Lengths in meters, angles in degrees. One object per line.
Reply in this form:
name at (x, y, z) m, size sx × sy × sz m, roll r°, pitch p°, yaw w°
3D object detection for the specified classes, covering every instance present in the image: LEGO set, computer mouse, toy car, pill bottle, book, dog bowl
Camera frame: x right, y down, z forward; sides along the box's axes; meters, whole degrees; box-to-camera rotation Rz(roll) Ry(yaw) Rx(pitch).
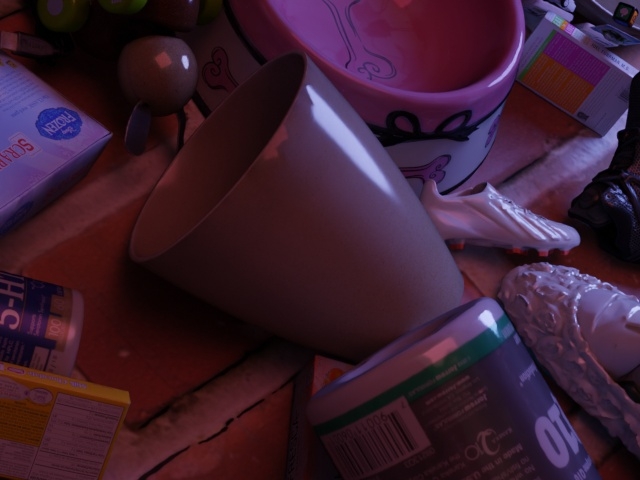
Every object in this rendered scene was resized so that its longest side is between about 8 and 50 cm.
LEGO set at (0.292, -0.286, 2.048) m, size 0.182 × 0.244 × 0.060 m, roll 25°, pitch 91°, yaw -9°
computer mouse at (-0.362, -0.256, 1.754) m, size 0.262 × 0.060 × 0.184 m, roll 21°, pitch 36°, yaw -51°
toy car at (-0.182, -0.175, 1.784) m, size 0.155 × 0.149 × 0.188 m, roll -3°, pitch 82°, yaw -58°
pill bottle at (0.158, 0.251, 1.569) m, size 0.204 × 0.204 × 0.361 m, roll -31°, pitch 90°, yaw -39°
book at (0.303, -0.197, 2.066) m, size 0.144 × 0.096 × 0.035 m, roll 35°, pitch 47°, yaw -1°
dog bowl at (0.046, -0.244, 1.936) m, size 0.408 × 0.150 × 0.408 m, roll 13°, pitch 53°, yaw -18°
pill bottle at (-0.313, 0.076, 1.552) m, size 0.187 × 0.112 × 0.112 m, roll 15°, pitch 52°, yaw -17°

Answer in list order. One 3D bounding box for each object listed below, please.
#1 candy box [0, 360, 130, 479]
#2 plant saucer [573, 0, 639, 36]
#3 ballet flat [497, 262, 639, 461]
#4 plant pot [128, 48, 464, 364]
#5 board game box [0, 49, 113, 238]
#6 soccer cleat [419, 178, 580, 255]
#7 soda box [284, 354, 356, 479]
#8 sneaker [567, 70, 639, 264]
candy box at (-0.279, 0.155, 1.520) m, size 0.206 × 0.105 × 0.027 m, roll 16°, pitch 25°, yaw -17°
plant saucer at (0.347, -0.362, 2.207) m, size 0.278 × 0.041 × 0.278 m, roll 25°, pitch 42°, yaw -25°
ballet flat at (0.361, 0.156, 1.822) m, size 0.147 × 0.147 × 0.409 m, roll -29°, pitch 73°, yaw -38°
plant pot at (0.000, 0.000, 1.699) m, size 0.274 × 0.256 × 0.256 m, roll 39°, pitch 47°, yaw -18°
board game box at (-0.389, -0.127, 1.612) m, size 0.318 × 0.066 × 0.318 m, roll 37°, pitch 26°, yaw 2°
soccer cleat at (0.196, -0.024, 1.898) m, size 0.196 × 0.068 × 0.076 m, roll 5°, pitch 88°, yaw -21°
soda box at (0.005, 0.203, 1.657) m, size 0.063 × 0.058 × 0.183 m, roll 18°, pitch 52°, yaw -16°
sneaker at (0.350, -0.084, 1.977) m, size 0.130 × 0.087 × 0.227 m, roll 0°, pitch 91°, yaw -22°
